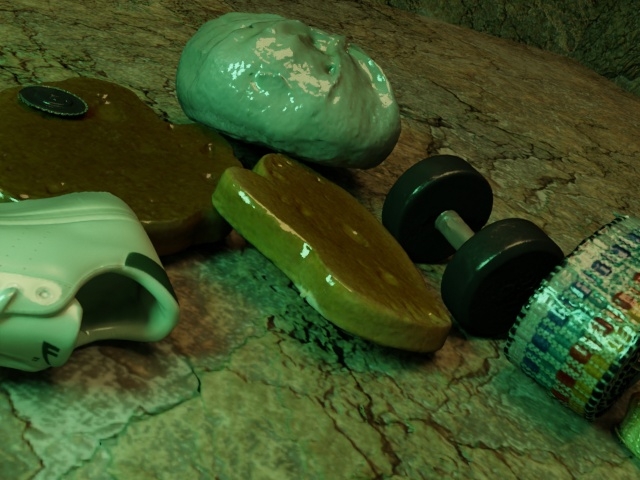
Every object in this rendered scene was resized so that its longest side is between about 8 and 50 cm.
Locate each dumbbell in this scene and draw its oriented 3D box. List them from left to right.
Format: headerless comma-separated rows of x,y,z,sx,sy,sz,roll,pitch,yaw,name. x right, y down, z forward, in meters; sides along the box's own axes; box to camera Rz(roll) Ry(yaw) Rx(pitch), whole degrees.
0.190,0.002,0.940,0.153,0.152,0.218,4,32,-30,dumbbell

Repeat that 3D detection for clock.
-0.330,-0.174,0.903,0.083,0.010,0.074,19,28,-3,clock

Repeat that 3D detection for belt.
0.334,0.088,0.831,0.258,0.207,0.150,-25,52,-36,belt

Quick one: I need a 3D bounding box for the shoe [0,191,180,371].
-0.273,0.049,0.568,0.363,0.131,0.160,-7,43,-48,shoe

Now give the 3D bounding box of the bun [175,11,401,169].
-0.036,-0.226,1.092,0.355,0.194,0.354,17,11,-4,bun

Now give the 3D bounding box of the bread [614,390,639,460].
0.399,0.223,0.782,0.128,0.069,0.140,6,30,-26,bread

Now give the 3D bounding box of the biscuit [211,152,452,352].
-0.001,0.002,0.857,0.287,0.057,0.343,22,23,-37,biscuit

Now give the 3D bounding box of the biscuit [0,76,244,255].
-0.267,-0.101,0.892,0.359,0.074,0.381,12,26,-21,biscuit
